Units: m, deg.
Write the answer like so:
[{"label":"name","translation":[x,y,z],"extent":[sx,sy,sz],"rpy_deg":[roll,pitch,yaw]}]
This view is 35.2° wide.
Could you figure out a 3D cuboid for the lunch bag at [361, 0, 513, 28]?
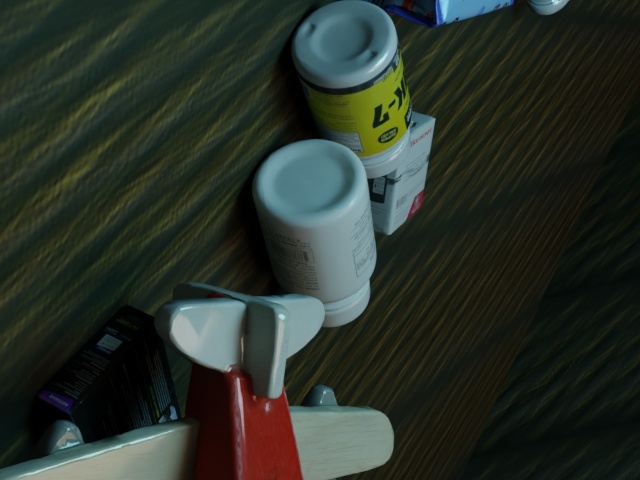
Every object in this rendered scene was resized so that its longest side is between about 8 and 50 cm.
[{"label":"lunch bag","translation":[0.136,-0.416,1.193],"extent":[0.221,0.138,0.293],"rpy_deg":[-29,125,-53]}]

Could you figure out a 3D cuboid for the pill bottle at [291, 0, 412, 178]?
[{"label":"pill bottle","translation":[0.044,-0.170,1.182],"extent":[0.119,0.119,0.208],"rpy_deg":[-60,155,-20]}]

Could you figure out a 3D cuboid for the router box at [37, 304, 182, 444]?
[{"label":"router box","translation":[-0.205,0.172,1.014],"extent":[0.133,0.046,0.179],"rpy_deg":[-49,149,-37]}]

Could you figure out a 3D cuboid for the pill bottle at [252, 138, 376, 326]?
[{"label":"pill bottle","translation":[0.000,0.000,1.208],"extent":[0.131,0.131,0.229],"rpy_deg":[-55,153,-29]}]

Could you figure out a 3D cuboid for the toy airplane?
[{"label":"toy airplane","translation":[-0.107,0.226,0.952],"extent":[0.386,0.272,0.384],"rpy_deg":[48,48,-24]}]

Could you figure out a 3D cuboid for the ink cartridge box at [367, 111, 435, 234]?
[{"label":"ink cartridge box","translation":[0.105,-0.101,1.436],"extent":[0.109,0.063,0.150],"rpy_deg":[-38,141,-50]}]

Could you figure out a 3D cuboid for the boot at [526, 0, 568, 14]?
[{"label":"boot","translation":[0.402,-0.521,1.722],"extent":[0.123,0.095,0.258],"rpy_deg":[52,53,-56]}]
